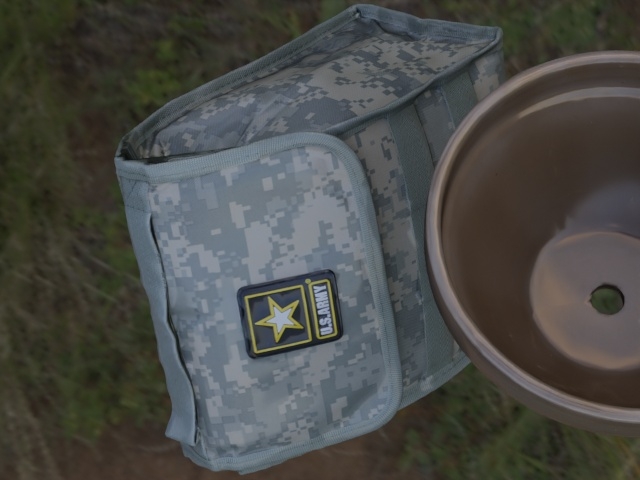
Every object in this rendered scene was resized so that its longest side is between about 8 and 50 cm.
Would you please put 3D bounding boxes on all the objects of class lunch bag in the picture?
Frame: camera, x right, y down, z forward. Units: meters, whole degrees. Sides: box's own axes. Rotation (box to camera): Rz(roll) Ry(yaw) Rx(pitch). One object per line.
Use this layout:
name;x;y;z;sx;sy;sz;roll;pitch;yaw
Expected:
lunch bag;0.000;0.000;1.256;0.169;0.235;0.287;17;38;42

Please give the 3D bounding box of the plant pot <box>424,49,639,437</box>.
plant pot;0.176;0.015;1.098;0.237;0.110;0.237;1;63;-1
